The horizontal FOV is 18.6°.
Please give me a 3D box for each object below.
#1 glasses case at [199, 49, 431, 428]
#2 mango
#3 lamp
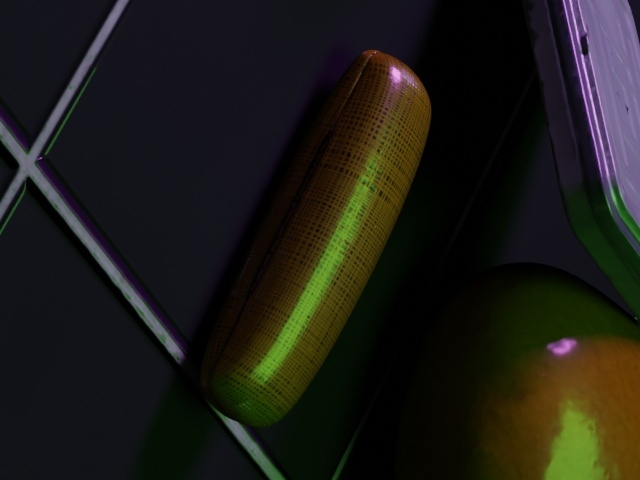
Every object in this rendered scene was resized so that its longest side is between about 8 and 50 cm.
[{"bbox_3d":[0.000,0.000,1.139,0.234,0.064,0.079,-64,147,-15],"label":"glasses case"},{"bbox_3d":[0.186,0.187,1.461,0.300,0.232,0.446,-63,147,-24],"label":"mango"},{"bbox_3d":[0.189,-0.096,1.333,0.266,0.047,0.269,37,40,-63],"label":"lamp"}]
